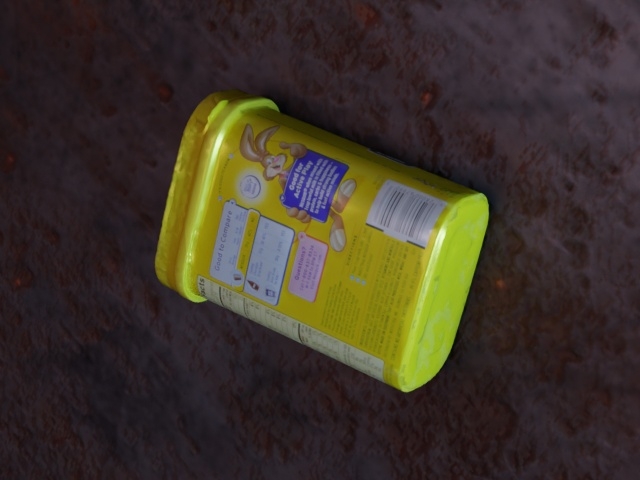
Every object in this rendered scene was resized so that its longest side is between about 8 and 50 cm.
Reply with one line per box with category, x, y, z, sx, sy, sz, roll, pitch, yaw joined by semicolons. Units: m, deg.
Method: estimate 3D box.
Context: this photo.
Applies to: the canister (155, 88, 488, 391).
canister;0.000;0.000;0.926;0.170;0.073;0.126;24;111;25
